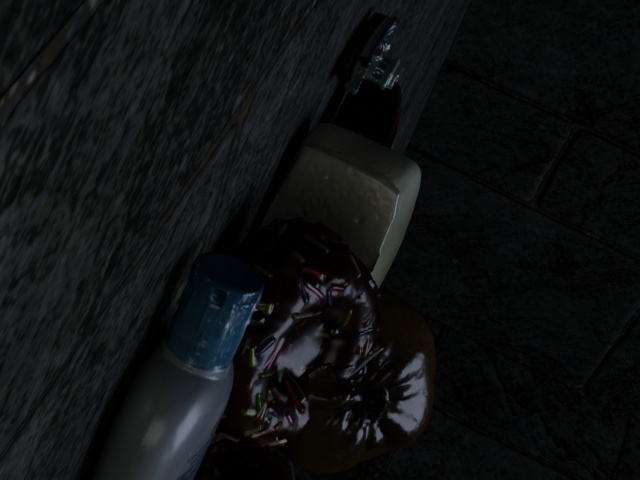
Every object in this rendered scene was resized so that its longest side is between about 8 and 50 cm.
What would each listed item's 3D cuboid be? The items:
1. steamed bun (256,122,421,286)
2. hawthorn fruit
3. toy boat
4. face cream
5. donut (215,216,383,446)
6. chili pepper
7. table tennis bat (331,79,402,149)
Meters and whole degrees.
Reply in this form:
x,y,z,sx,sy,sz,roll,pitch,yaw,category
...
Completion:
x,y,z,sx,sy,sz,roll,pitch,yaw,category
0.010,-0.005,1.493,0.242,0.146,0.164,-65,173,18,steamed bun
0.021,0.172,1.917,0.268,0.267,0.301,-65,-156,11,hawthorn fruit
0.060,-0.198,1.505,0.140,0.066,0.059,-58,176,-48,toy boat
-0.135,0.163,1.172,0.337,0.080,0.163,-66,175,25,face cream
-0.031,0.090,1.313,0.230,0.096,0.216,-28,134,-33,donut
-0.155,0.417,1.877,0.251,0.229,0.305,-28,143,-28,chili pepper
0.023,-0.061,1.627,0.173,0.022,0.301,28,-82,65,table tennis bat
